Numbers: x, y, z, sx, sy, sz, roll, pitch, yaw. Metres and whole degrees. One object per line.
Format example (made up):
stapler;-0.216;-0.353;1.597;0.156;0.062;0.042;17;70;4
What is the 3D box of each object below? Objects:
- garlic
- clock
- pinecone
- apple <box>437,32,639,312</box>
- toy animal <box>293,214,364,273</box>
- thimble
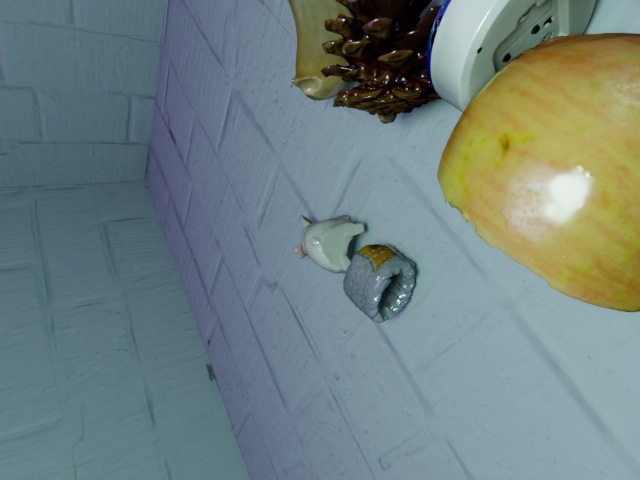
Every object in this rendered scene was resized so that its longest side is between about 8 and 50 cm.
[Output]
garlic;-0.001;-0.484;0.988;0.151;0.196;0.338;-12;84;41
clock;0.257;-0.278;0.593;0.083;0.230;0.230;53;137;35
pinecone;0.114;-0.339;0.773;0.264;0.264;0.264;18;112;54
apple;0.339;-0.081;0.545;0.314;0.252;0.309;-41;47;9
toy animal;0.015;0.001;1.138;0.282;0.138;0.140;-157;71;-79
thimble;0.130;0.092;0.964;0.118;0.127;0.151;41;130;44
